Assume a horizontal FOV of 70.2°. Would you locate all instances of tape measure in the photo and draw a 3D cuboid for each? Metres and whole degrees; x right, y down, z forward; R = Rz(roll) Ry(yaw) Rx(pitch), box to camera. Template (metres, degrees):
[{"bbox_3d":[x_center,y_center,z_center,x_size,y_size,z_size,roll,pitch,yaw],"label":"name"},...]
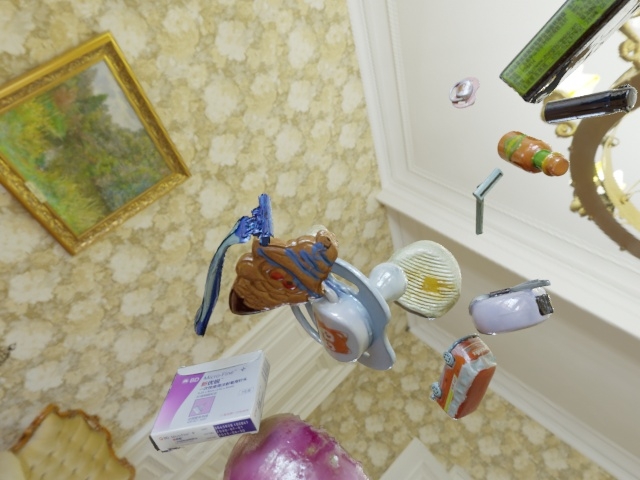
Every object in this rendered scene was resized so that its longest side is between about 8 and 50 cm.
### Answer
[{"bbox_3d":[0.460,0.161,1.100,0.178,0.196,0.105,17,59,-72],"label":"tape measure"}]

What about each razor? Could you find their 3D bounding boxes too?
[{"bbox_3d":[-0.166,0.062,0.756,0.324,0.056,0.093,-54,-150,36],"label":"razor"},{"bbox_3d":[0.367,-0.074,1.040,0.036,0.084,0.211,39,-15,27],"label":"razor"}]

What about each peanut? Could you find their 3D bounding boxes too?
[{"bbox_3d":[0.000,0.000,1.361,0.082,0.082,0.187,42,-1,20],"label":"peanut"}]

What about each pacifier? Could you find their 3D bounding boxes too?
[{"bbox_3d":[0.086,0.124,0.962,0.244,0.233,0.300,31,-36,41],"label":"pacifier"},{"bbox_3d":[0.408,-0.407,1.279,0.081,0.099,0.078,11,-12,41],"label":"pacifier"}]

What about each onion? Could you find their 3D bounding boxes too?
[{"bbox_3d":[-0.064,0.543,0.935,0.358,0.344,0.358,56,-21,34],"label":"onion"}]

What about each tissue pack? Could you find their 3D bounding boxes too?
[{"bbox_3d":[0.638,-0.523,1.116,0.124,0.288,0.394,47,-59,11],"label":"tissue pack"}]

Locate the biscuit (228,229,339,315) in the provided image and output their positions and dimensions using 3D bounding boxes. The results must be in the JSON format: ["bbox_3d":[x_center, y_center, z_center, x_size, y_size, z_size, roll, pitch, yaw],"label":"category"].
[{"bbox_3d":[-0.077,0.067,0.823,0.183,0.280,0.043,38,30,-27],"label":"biscuit"}]

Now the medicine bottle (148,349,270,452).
[{"bbox_3d":[-0.202,0.301,0.864,0.171,0.201,0.052,-84,156,-61],"label":"medicine bottle"}]

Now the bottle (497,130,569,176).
[{"bbox_3d":[0.413,-0.164,0.880,0.069,0.069,0.187,58,6,-23],"label":"bottle"}]

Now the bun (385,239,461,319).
[{"bbox_3d":[0.306,0.117,1.391,0.244,0.244,0.153,47,12,6],"label":"bun"}]

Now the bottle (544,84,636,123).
[{"bbox_3d":[0.816,-0.413,1.386,0.072,0.082,0.244,17,-6,-35],"label":"bottle"}]

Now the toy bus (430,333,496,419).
[{"bbox_3d":[0.410,0.390,1.292,0.120,0.121,0.265,-127,-148,-44],"label":"toy bus"}]
